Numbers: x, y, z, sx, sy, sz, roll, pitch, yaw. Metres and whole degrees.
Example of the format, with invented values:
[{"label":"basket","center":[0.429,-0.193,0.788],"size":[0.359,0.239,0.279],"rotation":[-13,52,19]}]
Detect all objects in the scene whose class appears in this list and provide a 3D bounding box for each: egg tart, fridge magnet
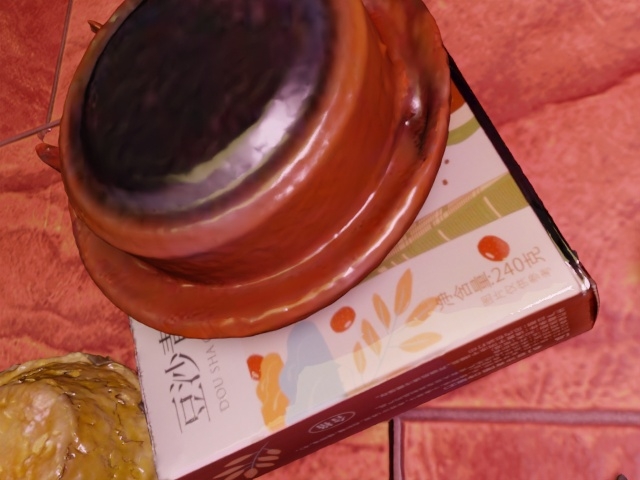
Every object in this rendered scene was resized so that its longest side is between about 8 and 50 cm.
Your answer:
[{"label":"egg tart","center":[-0.335,0.264,0.695],"size":[0.341,0.132,0.342],"rotation":[-8,52,11]},{"label":"fridge magnet","center":[-0.073,-0.099,0.501],"size":[0.363,0.155,0.364],"rotation":[-9,66,21]}]

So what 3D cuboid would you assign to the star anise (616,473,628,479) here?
[{"label":"star anise","center":[0.262,0.273,0.376],"size":[0.236,0.109,0.223],"rotation":[35,91,38]}]

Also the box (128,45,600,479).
[{"label":"box","center":[0.000,0.000,0.589],"size":[0.385,0.122,0.345],"rotation":[-28,59,13]}]
